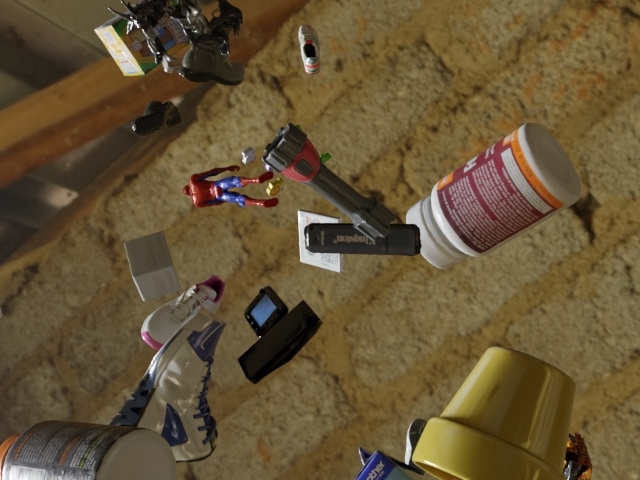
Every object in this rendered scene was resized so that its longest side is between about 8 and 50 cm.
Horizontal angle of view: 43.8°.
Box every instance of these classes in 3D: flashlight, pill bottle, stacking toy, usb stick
[{"bbox_3d":[0.021,-0.120,1.686,0.103,0.304,0.103,-22,37,55],"label":"flashlight"},{"bbox_3d":[0.421,-0.099,1.980,0.392,0.224,0.224,-34,-21,33],"label":"pill bottle"},{"bbox_3d":[-0.103,-0.242,2.355,0.221,0.167,0.052,-31,-30,-18],"label":"stacking toy"},{"bbox_3d":[-0.310,0.295,1.007,0.246,0.130,0.130,-5,-5,36],"label":"pill bottle"},{"bbox_3d":[0.096,-0.003,1.842,0.278,0.077,0.045,1,20,18],"label":"usb stick"}]

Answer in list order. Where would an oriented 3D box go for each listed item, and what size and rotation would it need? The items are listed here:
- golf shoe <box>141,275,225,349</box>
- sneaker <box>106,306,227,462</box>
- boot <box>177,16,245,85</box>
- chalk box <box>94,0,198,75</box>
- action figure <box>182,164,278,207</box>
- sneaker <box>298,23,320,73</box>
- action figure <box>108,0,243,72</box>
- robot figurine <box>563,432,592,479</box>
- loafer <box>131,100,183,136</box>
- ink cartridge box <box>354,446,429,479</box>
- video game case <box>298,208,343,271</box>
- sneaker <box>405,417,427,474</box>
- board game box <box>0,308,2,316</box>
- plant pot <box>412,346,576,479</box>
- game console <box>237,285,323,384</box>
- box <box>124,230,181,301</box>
[{"bbox_3d":[-0.347,0.176,2.041,0.140,0.115,0.306,-53,-5,26],"label":"golf shoe"},{"bbox_3d":[-0.235,0.284,1.408,0.315,0.182,0.127,-55,3,2],"label":"sneaker"},{"bbox_3d":[-0.254,-0.490,2.056,0.246,0.083,0.161,-16,-42,-57],"label":"boot"},{"bbox_3d":[-0.387,-0.494,1.853,0.213,0.132,0.132,-41,-63,-21],"label":"chalk box"},{"bbox_3d":[-0.190,-0.121,1.796,0.280,0.091,0.139,3,17,39],"label":"action figure"},{"bbox_3d":[-0.028,-0.545,2.204,0.057,0.161,0.075,-6,-22,-2],"label":"sneaker"},{"bbox_3d":[-0.294,-0.448,1.665,0.276,0.140,0.164,-7,-25,-40],"label":"action figure"},{"bbox_3d":[0.575,0.584,1.914,0.085,0.211,0.290,11,-62,0],"label":"robot figurine"},{"bbox_3d":[-0.426,-0.318,2.042,0.076,0.078,0.223,-23,8,20],"label":"loafer"},{"bbox_3d":[0.210,0.579,1.603,0.151,0.395,0.270,-53,-32,-5],"label":"ink cartridge box"},{"bbox_3d":[0.000,0.000,2.199,0.019,0.143,0.157,-26,-59,-46],"label":"video game case"},{"bbox_3d":[0.223,0.498,1.893,0.054,0.152,0.061,16,-32,-3],"label":"sneaker"},{"bbox_3d":[-0.926,-0.002,2.087,0.066,0.318,0.317,-16,-51,-21],"label":"board game box"},{"bbox_3d":[0.318,0.323,1.360,0.239,0.254,0.254,-62,-19,-15],"label":"plant pot"},{"bbox_3d":[-0.125,0.209,1.924,0.213,0.361,0.044,-42,-68,-4],"label":"game console"},{"bbox_3d":[-0.357,0.056,1.700,0.087,0.102,0.101,-18,-34,-9],"label":"box"}]
